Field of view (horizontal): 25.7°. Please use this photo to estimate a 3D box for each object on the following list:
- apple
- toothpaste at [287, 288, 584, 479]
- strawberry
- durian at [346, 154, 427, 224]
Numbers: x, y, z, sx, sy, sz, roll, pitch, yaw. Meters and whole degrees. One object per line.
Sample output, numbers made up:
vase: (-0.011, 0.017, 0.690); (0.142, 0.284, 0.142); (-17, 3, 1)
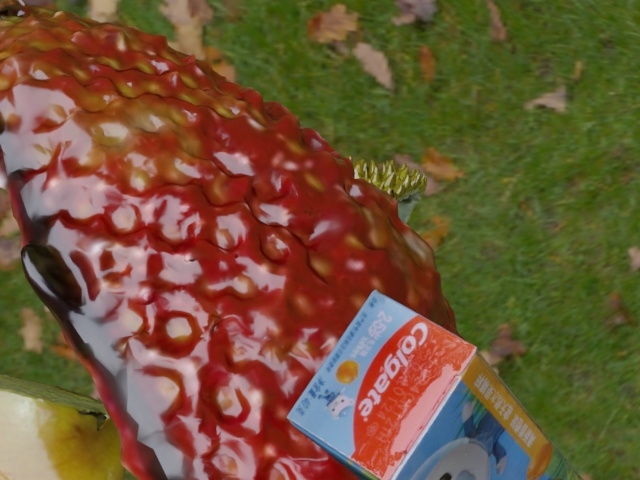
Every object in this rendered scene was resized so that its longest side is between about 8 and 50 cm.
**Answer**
apple: (-0.286, 0.188, 1.313); (0.179, 0.346, 0.254); (-26, 99, -17)
toothpaste: (0.050, 0.092, 0.484); (0.044, 0.193, 0.070); (28, 78, 35)
strawberry: (-0.037, 0.000, 0.644); (0.137, 0.233, 0.306); (-29, 101, 21)
durian: (0.000, 0.000, 1.250); (0.137, 0.237, 0.193); (27, 83, 19)
